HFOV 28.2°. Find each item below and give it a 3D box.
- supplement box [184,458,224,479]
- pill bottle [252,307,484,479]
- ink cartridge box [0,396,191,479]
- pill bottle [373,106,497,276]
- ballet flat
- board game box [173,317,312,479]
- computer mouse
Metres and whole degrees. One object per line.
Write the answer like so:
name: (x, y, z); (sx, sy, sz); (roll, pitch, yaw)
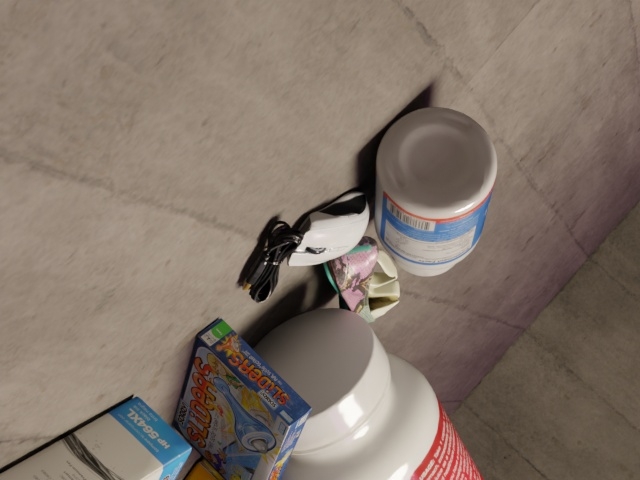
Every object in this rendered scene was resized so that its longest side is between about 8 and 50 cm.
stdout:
supplement box: (-0.137, 0.461, 1.753); (0.357, 0.194, 0.195); (-55, 163, 23)
pill bottle: (0.063, 0.281, 1.520); (0.229, 0.229, 0.408); (-43, 127, -18)
ink cartridge box: (-0.237, 0.256, 1.207); (0.203, 0.086, 0.148); (-25, 152, -52)
pill bottle: (0.119, -0.042, 1.371); (0.124, 0.124, 0.221); (-44, 165, -14)
ballet flat: (0.051, 0.050, 1.479); (0.079, 0.077, 0.221); (-11, 158, 2)
board game box: (-0.087, 0.187, 1.348); (0.035, 0.136, 0.201); (-36, 160, -33)
computer mouse: (0.000, 0.000, 1.305); (0.193, 0.042, 0.106); (-29, 154, -49)
